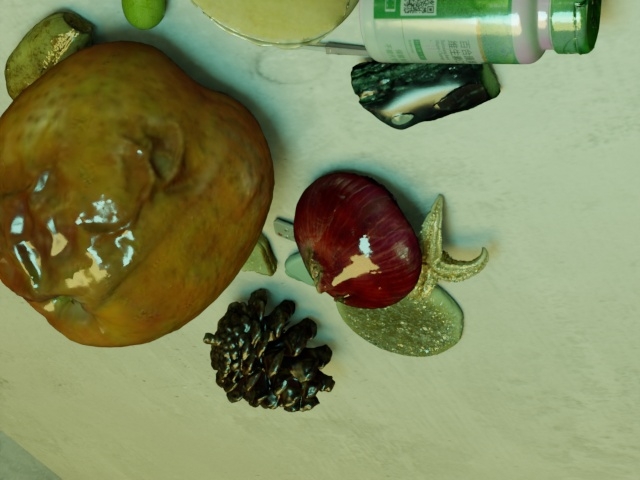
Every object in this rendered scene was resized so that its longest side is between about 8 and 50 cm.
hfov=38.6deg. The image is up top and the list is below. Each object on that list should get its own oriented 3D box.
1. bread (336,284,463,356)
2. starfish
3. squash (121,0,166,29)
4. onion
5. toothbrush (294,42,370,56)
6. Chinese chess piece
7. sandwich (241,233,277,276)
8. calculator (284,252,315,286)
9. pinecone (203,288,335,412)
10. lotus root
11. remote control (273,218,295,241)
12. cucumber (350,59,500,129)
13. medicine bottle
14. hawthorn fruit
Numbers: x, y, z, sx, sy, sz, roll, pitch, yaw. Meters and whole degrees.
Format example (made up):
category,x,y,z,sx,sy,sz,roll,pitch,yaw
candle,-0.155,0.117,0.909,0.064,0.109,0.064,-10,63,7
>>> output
category,x,y,z,sx,sy,sz,roll,pitch,yaw
bread,0.149,0.146,1.761,0.267,0.040,0.267,16,144,12
starfish,0.175,0.022,1.547,0.238,0.071,0.216,11,136,34
squash,-0.253,-0.384,1.307,0.066,0.066,0.201,21,141,6
onion,0.053,0.006,1.513,0.248,0.161,0.248,10,108,32
toothbrush,0.028,-0.276,1.314,0.194,0.017,0.014,11,145,19
Chinese chess piece,-0.064,-0.365,1.160,0.257,0.104,0.257,14,149,9
sandwich,-0.136,0.021,1.777,0.093,0.035,0.104,11,141,21
calculator,-0.017,0.056,1.751,0.095,0.021,0.153,34,149,-22
pinecone,-0.098,0.239,1.889,0.309,0.244,0.244,30,148,-34
lotus root,-0.460,-0.293,1.524,0.110,0.097,0.258,40,139,-15
remote control,0.000,0.000,1.679,0.184,0.027,0.050,20,151,15
cucumber,0.147,-0.205,1.278,0.193,0.085,0.115,-10,137,27
medicine bottle,0.194,-0.281,1.110,0.274,0.133,0.133,5,140,26
hawthorn fruit,-0.305,-0.064,1.423,0.472,0.471,0.471,16,144,12
